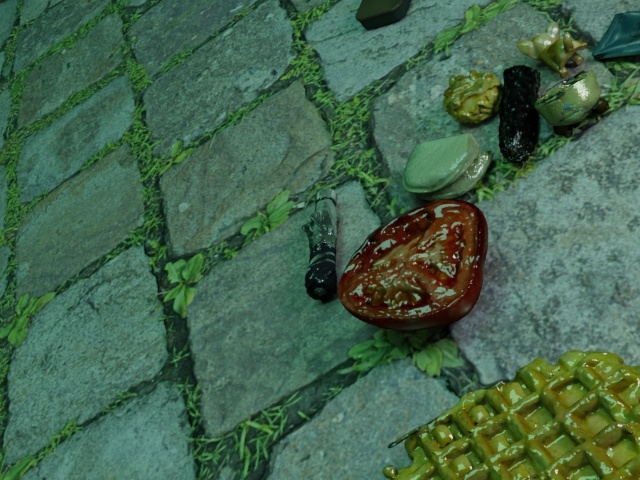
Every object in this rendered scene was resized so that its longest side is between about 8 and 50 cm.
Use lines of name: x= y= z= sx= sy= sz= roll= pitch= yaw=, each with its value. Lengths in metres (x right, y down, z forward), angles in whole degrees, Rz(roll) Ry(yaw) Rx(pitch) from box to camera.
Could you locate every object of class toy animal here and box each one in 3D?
toy animal: x=0.304 y=-0.258 z=1.270 sx=0.060 sy=0.081 sz=0.083 roll=-41 pitch=56 yaw=2

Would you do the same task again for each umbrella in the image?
umbrella: x=0.000 y=0.000 z=1.278 sx=0.050 sy=0.046 sz=0.188 roll=7 pitch=45 yaw=-4

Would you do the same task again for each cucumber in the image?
cucumber: x=0.252 y=-0.162 z=1.231 sx=0.053 sy=0.053 sz=0.182 roll=-13 pitch=45 yaw=31

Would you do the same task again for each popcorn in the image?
popcorn: x=0.207 y=-0.196 z=1.299 sx=0.082 sy=0.057 sz=0.083 roll=-8 pitch=44 yaw=34

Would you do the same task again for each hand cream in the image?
hand cream: x=0.441 y=-0.258 z=1.180 sx=0.224 sy=0.048 sz=0.083 roll=9 pitch=60 yaw=51

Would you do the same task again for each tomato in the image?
tomato: x=0.114 y=0.041 z=1.109 sx=0.174 sy=0.082 sz=0.166 roll=-8 pitch=50 yaw=29

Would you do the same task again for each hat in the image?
hat: x=0.308 y=-0.168 z=1.181 sx=0.077 sy=0.059 sz=0.076 roll=-30 pitch=2 yaw=-3

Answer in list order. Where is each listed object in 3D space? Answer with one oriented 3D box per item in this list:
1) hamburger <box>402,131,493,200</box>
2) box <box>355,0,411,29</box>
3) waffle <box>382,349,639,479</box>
hamburger: x=0.154 y=-0.088 z=1.239 sx=0.121 sy=0.054 sz=0.084 roll=1 pitch=57 yaw=45
box: x=0.115 y=-0.410 z=1.623 sx=0.091 sy=0.031 sz=0.126 roll=-10 pitch=45 yaw=34
waffle: x=0.192 y=0.214 z=0.885 sx=0.280 sy=0.060 sz=0.262 roll=-1 pitch=48 yaw=39
